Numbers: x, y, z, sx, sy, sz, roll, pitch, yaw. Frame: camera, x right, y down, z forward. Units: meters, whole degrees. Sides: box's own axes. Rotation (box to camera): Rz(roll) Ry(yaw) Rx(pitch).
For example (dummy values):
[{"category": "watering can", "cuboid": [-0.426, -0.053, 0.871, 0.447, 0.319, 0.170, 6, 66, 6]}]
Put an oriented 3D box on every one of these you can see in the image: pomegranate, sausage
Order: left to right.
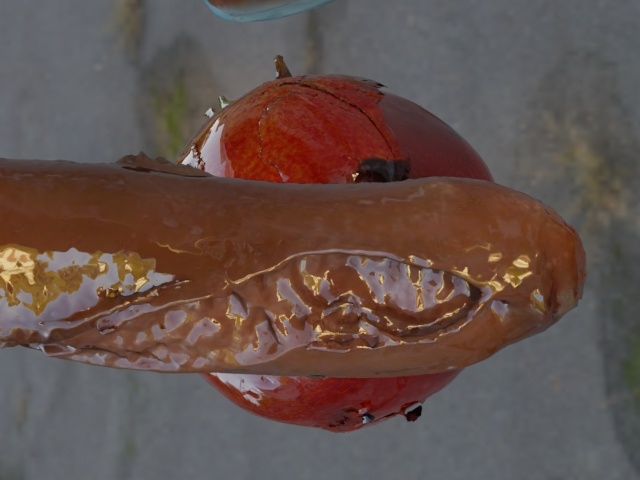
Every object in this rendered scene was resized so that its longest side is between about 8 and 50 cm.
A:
[{"category": "sausage", "cuboid": [-0.069, 0.006, 0.608, 0.087, 0.327, 0.079, 122, 149, -62]}, {"category": "pomegranate", "cuboid": [0.000, 0.000, 1.037, 0.235, 0.210, 0.210, -118, 37, -47]}]

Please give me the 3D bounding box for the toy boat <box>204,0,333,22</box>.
[{"category": "toy boat", "cuboid": [-0.021, -0.216, 0.379, 0.133, 0.145, 0.332, 180, 72, -87]}]
